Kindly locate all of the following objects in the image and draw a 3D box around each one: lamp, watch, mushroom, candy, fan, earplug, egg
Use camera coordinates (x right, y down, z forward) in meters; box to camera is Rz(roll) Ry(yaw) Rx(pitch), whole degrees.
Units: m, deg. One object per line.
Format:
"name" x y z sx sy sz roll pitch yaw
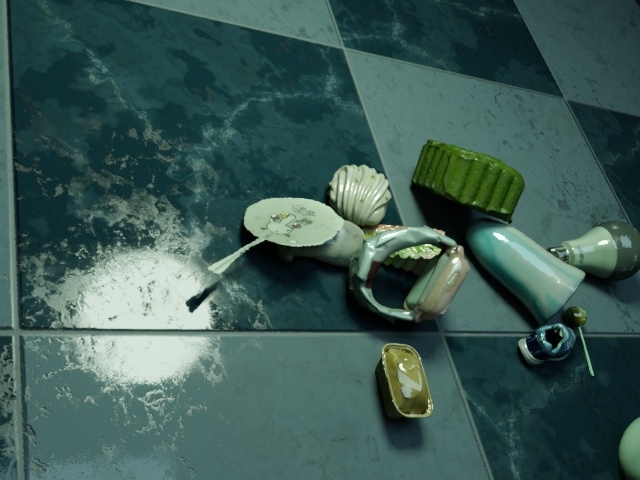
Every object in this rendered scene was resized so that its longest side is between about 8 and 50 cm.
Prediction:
"lamp" 0.831 0.054 2.308 0.313 0.182 0.182 -22 69 -20
"watch" 0.194 0.073 1.838 0.241 0.161 0.253 35 77 -9
"mushroom" 0.000 0.000 1.838 0.225 0.093 0.116 8 74 -34
"candy" 0.726 0.279 2.133 0.061 0.061 0.203 7 61 -29
"fan" -0.116 -0.013 1.753 0.233 0.012 0.414 23 34 28
"earplug" 0.531 0.062 2.097 0.324 0.185 0.185 38 44 9
"egg" 0.834 0.528 1.915 0.168 0.168 0.231 42 42 2

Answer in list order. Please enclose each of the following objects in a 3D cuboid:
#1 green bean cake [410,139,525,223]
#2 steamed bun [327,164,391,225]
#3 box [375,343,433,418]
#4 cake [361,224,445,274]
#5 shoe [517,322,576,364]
"green bean cake" 0.405 -0.169 2.114 0.246 0.157 0.250 18 6 -21
"steamed bun" 0.104 -0.125 1.979 0.182 0.106 0.183 16 43 -15
"box" 0.185 0.315 1.705 0.111 0.111 0.177 7 53 -29
"cake" 0.212 0.026 1.994 0.225 0.090 0.110 6 52 -7
"shoe" 0.614 0.265 2.023 0.207 0.106 0.092 -6 61 -42
